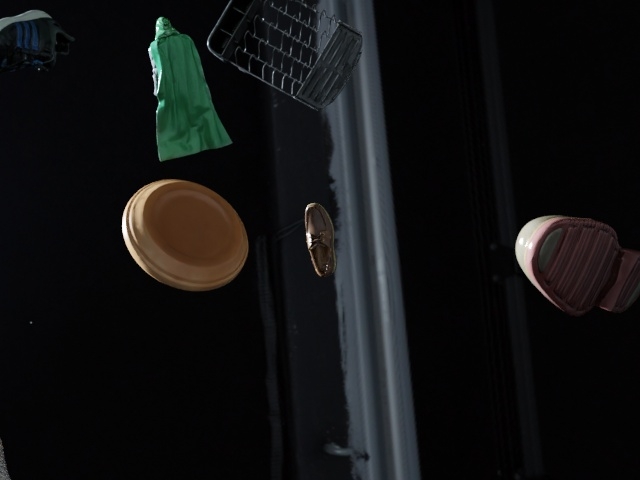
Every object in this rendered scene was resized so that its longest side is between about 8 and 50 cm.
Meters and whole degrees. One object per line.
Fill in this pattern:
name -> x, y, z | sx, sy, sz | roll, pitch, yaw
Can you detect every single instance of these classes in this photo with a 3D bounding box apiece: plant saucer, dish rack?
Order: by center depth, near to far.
plant saucer -> -0.199, -0.017, 0.963 | 0.200, 0.037, 0.199 | 20, -132, -23
dish rack -> -0.059, -0.394, 1.247 | 0.272, 0.074, 0.208 | 30, -93, 2

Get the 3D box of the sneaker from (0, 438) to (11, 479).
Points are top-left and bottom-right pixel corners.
sneaker -> -0.523, 0.349, 0.862 | 0.150, 0.366, 0.135 | -45, -41, -7

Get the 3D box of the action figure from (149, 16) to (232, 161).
action figure -> -0.244, -0.267, 1.091 | 0.137, 0.063, 0.232 | -21, -68, -29

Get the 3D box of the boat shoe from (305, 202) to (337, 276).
boat shoe -> 0.000, 0.000, 1.484 | 0.064, 0.060, 0.177 | -9, -82, 14

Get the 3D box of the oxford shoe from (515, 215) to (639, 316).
oxford shoe -> 0.339, 0.027, 0.872 | 0.348, 0.130, 0.123 | 18, -80, -47

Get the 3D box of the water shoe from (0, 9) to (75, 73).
water shoe -> -0.441, -0.291, 0.946 | 0.080, 0.073, 0.203 | 32, -144, -12
